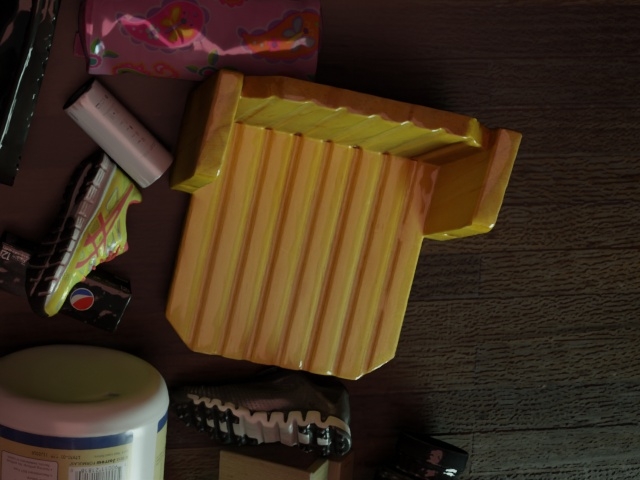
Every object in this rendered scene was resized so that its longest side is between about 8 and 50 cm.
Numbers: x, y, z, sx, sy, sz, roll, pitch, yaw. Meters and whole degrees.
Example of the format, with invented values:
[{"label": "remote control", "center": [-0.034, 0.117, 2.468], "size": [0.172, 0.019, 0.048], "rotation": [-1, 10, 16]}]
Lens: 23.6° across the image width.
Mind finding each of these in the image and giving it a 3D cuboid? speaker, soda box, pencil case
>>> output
[{"label": "speaker", "center": [-0.237, -0.126, 1.804], "size": [0.055, 0.055, 0.136], "rotation": [-43, 109, 5]}, {"label": "soda box", "center": [-0.316, 0.051, 1.847], "size": [0.169, 0.053, 0.060], "rotation": [23, 103, -15]}, {"label": "pencil case", "center": [-0.139, -0.239, 1.756], "size": [0.284, 0.124, 0.124], "rotation": [2, 107, -9]}]

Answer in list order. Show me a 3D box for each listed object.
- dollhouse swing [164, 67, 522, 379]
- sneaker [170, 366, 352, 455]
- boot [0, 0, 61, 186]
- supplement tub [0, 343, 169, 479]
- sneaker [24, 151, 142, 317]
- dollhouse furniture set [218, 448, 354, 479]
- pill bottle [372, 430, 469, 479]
[{"label": "dollhouse swing", "center": [0.000, 0.000, 1.772], "size": [0.347, 0.315, 0.305], "rotation": [12, 85, -13]}, {"label": "sneaker", "center": [-0.069, 0.202, 1.925], "size": [0.234, 0.106, 0.078], "rotation": [8, 140, 7]}, {"label": "boot", "center": [-0.430, -0.235, 1.698], "size": [0.260, 0.131, 0.348], "rotation": [15, 105, -13]}, {"label": "supplement tub", "center": [-0.303, 0.305, 1.836], "size": [0.228, 0.228, 0.316], "rotation": [3, 106, -10]}, {"label": "sneaker", "center": [-0.270, 0.004, 1.798], "size": [0.094, 0.081, 0.208], "rotation": [36, 69, -31]}, {"label": "dollhouse furniture set", "center": [-0.044, 0.321, 1.957], "size": [0.123, 0.151, 0.144], "rotation": [11, 108, 21]}, {"label": "pill bottle", "center": [0.113, 0.363, 1.969], "size": [0.123, 0.123, 0.219], "rotation": [18, 91, -14]}]
